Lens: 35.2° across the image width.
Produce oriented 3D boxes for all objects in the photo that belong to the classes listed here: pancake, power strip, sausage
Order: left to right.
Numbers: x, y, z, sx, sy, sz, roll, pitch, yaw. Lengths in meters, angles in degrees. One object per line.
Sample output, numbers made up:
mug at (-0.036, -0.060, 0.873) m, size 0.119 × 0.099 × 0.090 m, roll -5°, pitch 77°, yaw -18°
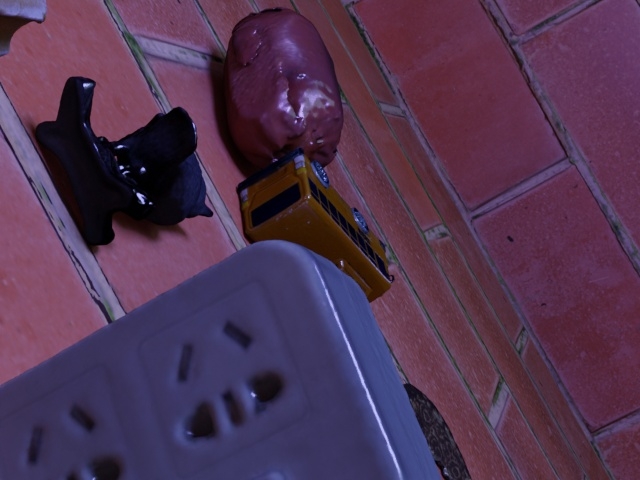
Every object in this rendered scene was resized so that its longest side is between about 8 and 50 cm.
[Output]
power strip at (-0.041, 0.164, 0.516) m, size 0.141 × 0.229 × 0.261 m, roll 35°, pitch 28°, yaw -59°
sausage at (-0.051, -0.194, 1.292) m, size 0.152 × 0.152 × 0.279 m, roll 47°, pitch 21°, yaw -39°
pancake at (0.151, 0.271, 1.326) m, size 0.190 × 0.020 × 0.184 m, roll 54°, pitch 16°, yaw -17°

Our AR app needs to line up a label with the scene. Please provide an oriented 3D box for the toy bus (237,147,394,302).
toy bus at (0.000, 0.000, 1.193) m, size 0.201 × 0.098 × 0.114 m, roll 47°, pitch 20°, yaw -37°

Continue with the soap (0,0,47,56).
soap at (-0.294, -0.200, 0.677) m, size 0.140 × 0.073 × 0.232 m, roll 56°, pitch 16°, yaw 2°

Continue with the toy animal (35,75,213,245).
toy animal at (-0.136, -0.073, 0.869) m, size 0.121 × 0.117 × 0.210 m, roll 56°, pitch 17°, yaw 11°
